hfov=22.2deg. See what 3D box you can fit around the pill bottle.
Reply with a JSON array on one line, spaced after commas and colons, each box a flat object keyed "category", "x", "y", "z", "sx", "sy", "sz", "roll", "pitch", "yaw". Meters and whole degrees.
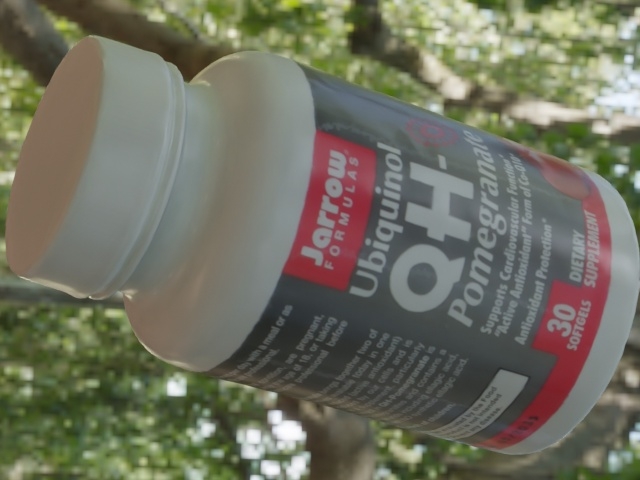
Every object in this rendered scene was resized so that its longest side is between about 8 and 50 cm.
[{"category": "pill bottle", "x": 0.000, "y": 0.000, "z": 0.894, "sx": 0.176, "sy": 0.319, "sz": 0.176, "roll": -43, "pitch": -142, "yaw": 47}]
